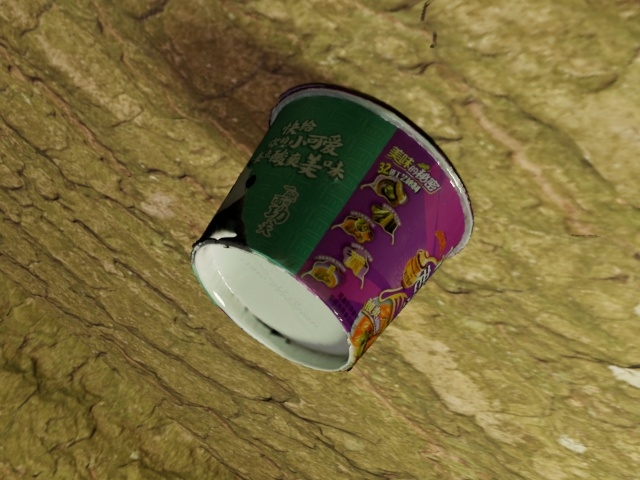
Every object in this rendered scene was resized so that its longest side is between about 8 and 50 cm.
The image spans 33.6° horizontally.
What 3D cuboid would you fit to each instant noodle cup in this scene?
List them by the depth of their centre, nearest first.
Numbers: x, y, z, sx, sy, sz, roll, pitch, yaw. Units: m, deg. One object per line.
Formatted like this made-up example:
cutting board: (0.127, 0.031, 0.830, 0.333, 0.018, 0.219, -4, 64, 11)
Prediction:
instant noodle cup: (0.000, 0.000, 1.061, 0.251, 0.190, 0.251, 28, 152, 17)
